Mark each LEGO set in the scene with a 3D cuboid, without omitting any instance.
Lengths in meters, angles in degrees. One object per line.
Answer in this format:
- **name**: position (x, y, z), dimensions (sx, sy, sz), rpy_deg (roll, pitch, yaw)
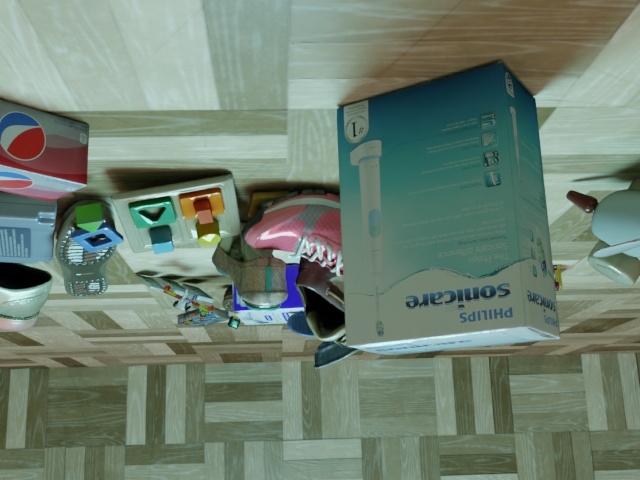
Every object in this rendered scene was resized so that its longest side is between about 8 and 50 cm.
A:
- **LEGO set**: position (-0.275, 0.120, 1.793), dimensions (0.182, 0.060, 0.244), rpy_deg (19, -173, -43)

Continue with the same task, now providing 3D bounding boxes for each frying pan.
- **frying pan**: position (0.105, 0.204, 1.777), dimensions (0.197, 0.053, 0.326), rpy_deg (-30, 180, -44)

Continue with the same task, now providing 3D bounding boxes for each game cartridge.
- **game cartridge**: position (-0.543, -0.021, 1.353), dimensions (0.198, 0.062, 0.297), rpy_deg (8, 163, -18)

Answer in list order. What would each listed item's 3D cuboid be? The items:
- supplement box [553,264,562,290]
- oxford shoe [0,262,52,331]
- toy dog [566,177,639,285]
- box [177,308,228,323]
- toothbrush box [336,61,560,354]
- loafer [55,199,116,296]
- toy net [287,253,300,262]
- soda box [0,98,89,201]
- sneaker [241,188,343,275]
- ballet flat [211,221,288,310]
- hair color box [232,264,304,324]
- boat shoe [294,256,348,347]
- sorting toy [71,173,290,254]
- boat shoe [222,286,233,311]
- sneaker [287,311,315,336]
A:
- **supplement box**: position (0.512, 0.088, 1.882), dimensions (0.083, 0.055, 0.043), rpy_deg (-5, 163, 11)
- **oxford shoe**: position (-0.712, 0.057, 1.556), dimensions (0.397, 0.140, 0.146), rpy_deg (16, 127, -37)
- **toy dog**: position (0.457, -0.047, 1.178), dimensions (0.161, 0.220, 0.334), rpy_deg (30, 156, 4)
- **box**: position (-0.336, 0.220, 2.327), dimensions (0.094, 0.027, 0.137), rpy_deg (10, 161, -34)
- **toothbrush box**: position (0.143, -0.025, 0.946), dimensions (0.216, 0.296, 0.126), rpy_deg (-12, 162, 31)
- **loafer**: position (-0.405, 0.003, 1.393), dimensions (0.101, 0.092, 0.268), rpy_deg (-4, 150, -22)
- **toy net**: position (0.000, 0.000, 1.518), dimensions (0.122, 0.045, 0.232), rpy_deg (-2, 167, -7)
- **soda box**: position (-0.405, -0.117, 0.944), dimensions (0.092, 0.084, 0.263), rpy_deg (-16, 160, 42)
- **sneaker**: position (0.035, 0.002, 1.295), dimensions (0.313, 0.136, 0.116), rpy_deg (-2, 152, -15)
- **ballet flat**: position (-0.120, 0.026, 1.429), dimensions (0.107, 0.106, 0.316), rpy_deg (-3, -165, -21)
- **hair color box**: position (-0.019, 0.120, 1.839), dimensions (0.338, 0.110, 0.185), rpy_deg (-4, 165, 2)
- **boat shoe**: position (0.016, 0.127, 1.484), dimensions (0.123, 0.123, 0.342), rpy_deg (14, 151, 17)
- **sorting toy**: position (-0.214, -0.028, 1.265), dimensions (0.347, 0.047, 0.196), rpy_deg (-11, 155, -6)
- **boat shoe**: position (-0.147, 0.136, 1.979), dimensions (0.177, 0.060, 0.064), rpy_deg (1, 135, -1)
- **sneaker**: position (-0.007, 0.188, 1.791), dimensions (0.144, 0.053, 0.059), rpy_deg (5, 165, -20)
